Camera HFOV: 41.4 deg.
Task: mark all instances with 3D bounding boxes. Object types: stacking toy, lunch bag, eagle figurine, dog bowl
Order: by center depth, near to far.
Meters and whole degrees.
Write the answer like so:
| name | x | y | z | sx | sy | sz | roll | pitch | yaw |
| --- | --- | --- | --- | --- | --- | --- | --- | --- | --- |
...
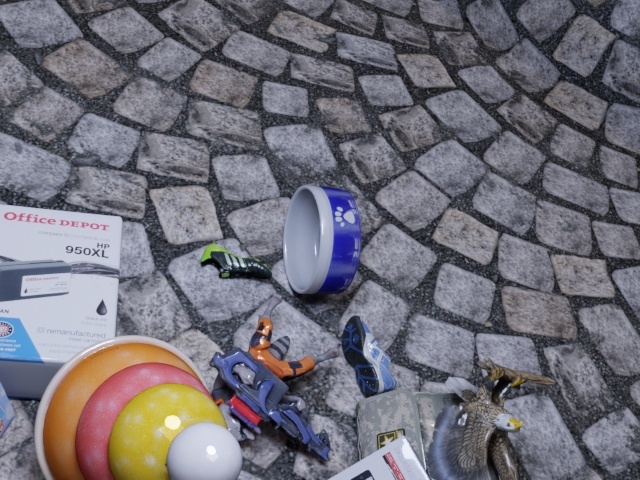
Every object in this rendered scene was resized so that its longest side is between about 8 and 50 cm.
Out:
| name | x | y | z | sx | sy | sz | roll | pitch | yaw |
| --- | --- | --- | --- | --- | --- | --- | --- | --- | --- |
| stacking toy | -0.278 | 0.353 | 1.464 | 0.351 | 0.480 | 0.350 | 1 | 88 | -29 |
| eagle figurine | 0.340 | 0.393 | 1.696 | 0.226 | 0.225 | 0.298 | 10 | 76 | 16 |
| lunch bag | 0.217 | 0.455 | 1.825 | 0.287 | 0.169 | 0.235 | 4 | 53 | -10 |
| dog bowl | 0.000 | 0.000 | 2.061 | 0.104 | 0.265 | 0.264 | 3 | 50 | -22 |

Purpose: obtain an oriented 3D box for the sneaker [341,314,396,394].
| name | x | y | z | sx | sy | sz | roll | pitch | yaw |
| --- | --- | --- | --- | --- | --- | --- | --- | --- | --- |
| sneaker | 0.114 | 0.274 | 2.010 | 0.081 | 0.080 | 0.211 | 9 | 49 | -37 |

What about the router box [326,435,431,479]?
| name | x | y | z | sx | sy | sz | roll | pitch | yaw |
| --- | --- | --- | --- | --- | --- | --- | --- | --- | --- |
| router box | 0.119 | 0.596 | 1.622 | 0.301 | 0.082 | 0.335 | -30 | 62 | -1 |

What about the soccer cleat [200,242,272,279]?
| name | x | y | z | sx | sy | sz | roll | pitch | yaw |
| --- | --- | --- | --- | --- | --- | --- | --- | --- | --- |
| soccer cleat | -0.207 | 0.067 | 2.073 | 0.179 | 0.060 | 0.072 | 21 | 56 | 6 |

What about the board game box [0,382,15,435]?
| name | x | y | z | sx | sy | sz | roll | pitch | yaw |
| --- | --- | --- | --- | --- | --- | --- | --- | --- | --- |
| board game box | -0.655 | 0.322 | 1.577 | 0.039 | 0.211 | 0.160 | 13 | 46 | 14 |

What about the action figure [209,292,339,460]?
| name | x | y | z | sx | sy | sz | roll | pitch | yaw |
| --- | --- | --- | --- | --- | --- | --- | --- | --- | --- |
| action figure | -0.103 | 0.331 | 1.855 | 0.341 | 0.179 | 0.330 | 51 | 55 | -11 |

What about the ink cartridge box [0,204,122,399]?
| name | x | y | z | sx | sy | sz | roll | pitch | yaw |
| --- | --- | --- | --- | --- | --- | --- | --- | --- | --- |
| ink cartridge box | -0.580 | 0.128 | 1.801 | 0.286 | 0.166 | 0.394 | 6 | 49 | -16 |
